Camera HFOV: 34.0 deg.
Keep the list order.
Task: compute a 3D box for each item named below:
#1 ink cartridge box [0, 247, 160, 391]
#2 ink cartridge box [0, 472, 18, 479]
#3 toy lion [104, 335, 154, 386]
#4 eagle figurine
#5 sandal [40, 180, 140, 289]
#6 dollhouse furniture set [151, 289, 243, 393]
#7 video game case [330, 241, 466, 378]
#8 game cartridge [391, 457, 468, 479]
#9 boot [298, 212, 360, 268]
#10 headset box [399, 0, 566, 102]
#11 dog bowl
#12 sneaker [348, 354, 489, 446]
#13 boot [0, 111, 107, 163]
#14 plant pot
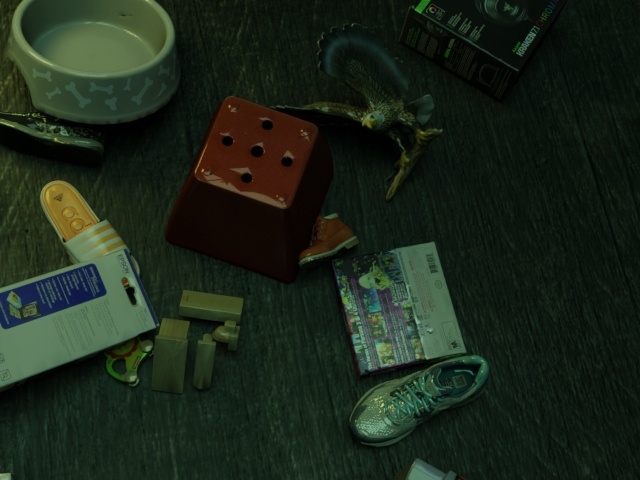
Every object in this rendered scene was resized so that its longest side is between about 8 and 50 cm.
[{"bbox_3d":[-0.465,0.141,1.837,0.332,0.065,0.165,-19,79,-29],"label":"ink cartridge box"},{"bbox_3d":[-0.633,0.492,1.709,0.272,0.115,0.198,-3,68,-8],"label":"ink cartridge box"},{"bbox_3d":[-0.357,0.204,1.907,0.096,0.034,0.100,21,67,10],"label":"toy lion"},{"bbox_3d":[0.089,-0.260,2.039,0.298,0.225,0.226,37,79,1],"label":"eagle figurine"},{"bbox_3d":[-0.443,-0.014,1.958,0.102,0.076,0.265,-36,77,-18],"label":"sandal"},{"bbox_3d":[-0.224,0.189,1.928,0.144,0.123,0.151,8,32,-3],"label":"dollhouse furniture set"},{"bbox_3d":[0.145,0.129,1.987,0.210,0.042,0.232,-11,70,-11],"label":"video game case"},{"bbox_3d":[0.291,0.480,1.761,0.355,0.230,0.068,29,67,5],"label":"game cartridge"},{"bbox_3d":[0.000,0.000,1.985,0.158,0.059,0.085,-27,86,-49],"label":"boot"},{"bbox_3d":[0.336,-0.476,2.207,0.283,0.131,0.246,33,68,8],"label":"headset box"},{"bbox_3d":[-0.437,-0.377,2.030,0.348,0.102,0.349,7,47,-7],"label":"dog bowl"},{"bbox_3d":[0.179,0.274,1.889,0.283,0.122,0.110,-25,73,-16],"label":"sneaker"},{"bbox_3d":[-0.517,-0.254,2.048,0.236,0.085,0.179,13,63,-1],"label":"boot"},{"bbox_3d":[-0.123,-0.116,1.951,0.267,0.236,0.267,19,67,1],"label":"plant pot"}]
